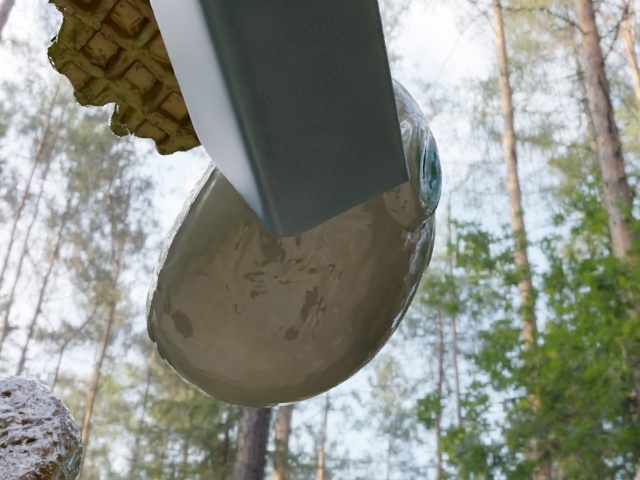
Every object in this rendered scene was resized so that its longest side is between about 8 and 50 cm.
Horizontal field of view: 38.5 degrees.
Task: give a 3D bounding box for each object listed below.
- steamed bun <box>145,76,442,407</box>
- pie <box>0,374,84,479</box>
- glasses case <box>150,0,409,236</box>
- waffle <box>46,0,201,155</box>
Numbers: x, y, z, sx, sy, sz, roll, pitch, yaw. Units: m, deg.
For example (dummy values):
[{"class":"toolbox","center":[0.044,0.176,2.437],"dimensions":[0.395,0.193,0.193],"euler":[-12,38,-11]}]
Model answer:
[{"class":"steamed bun","center":[0.000,0.000,0.560],"dimensions":[0.131,0.228,0.177],"euler":[26,-24,13]},{"class":"pie","center":[-0.423,0.245,1.021],"dimensions":[0.315,0.315,0.092],"euler":[4,-68,-3]},{"class":"glasses case","center":[-0.044,-0.121,0.306],"dimensions":[0.105,0.056,0.266],"euler":[21,-38,34]},{"class":"waffle","center":[-0.108,-0.203,0.822],"dimensions":[0.312,0.060,0.307],"euler":[-8,-51,11]}]
